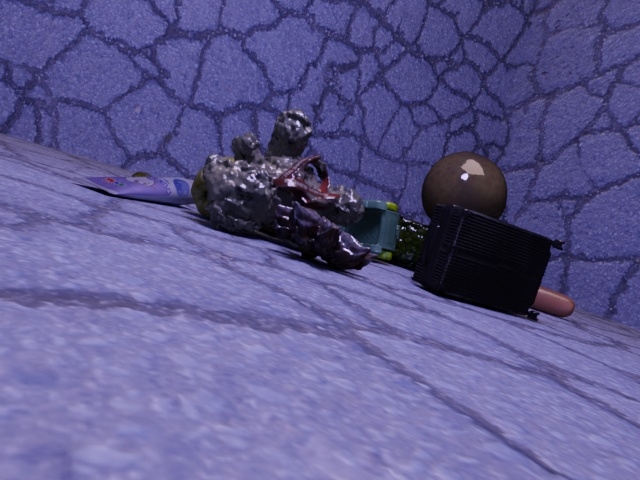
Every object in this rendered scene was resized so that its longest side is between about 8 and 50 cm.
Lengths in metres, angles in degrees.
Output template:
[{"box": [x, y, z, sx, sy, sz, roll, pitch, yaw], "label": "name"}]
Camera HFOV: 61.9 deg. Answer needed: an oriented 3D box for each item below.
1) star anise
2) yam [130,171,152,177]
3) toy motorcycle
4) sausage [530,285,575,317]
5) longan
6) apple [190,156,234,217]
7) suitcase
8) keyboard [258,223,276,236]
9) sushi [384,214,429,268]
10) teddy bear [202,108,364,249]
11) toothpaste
[{"box": [-0.001, -0.001, 1.175, 0.236, 0.109, 0.223, 33, 6, 17], "label": "star anise"}, {"box": [-0.523, -0.167, 1.560, 0.069, 0.070, 0.146, 16, 4, -16], "label": "yam"}, {"box": [0.099, -0.042, 1.829, 0.326, 0.191, 0.199, 2, -8, 43], "label": "toy motorcycle"}, {"box": [0.729, 0.192, 1.849, 0.288, 0.086, 0.086, 20, 4, 17], "label": "sausage"}, {"box": [0.506, -0.164, 1.885, 0.318, 0.319, 0.319, 17, 3, -1], "label": "longan"}, {"box": [-0.252, -0.136, 1.460, 0.200, 0.200, 0.200, 17, 3, -1], "label": "apple"}, {"box": [0.428, 0.051, 1.377, 0.334, 0.230, 0.152, 16, 3, -24], "label": "suitcase"}, {"box": [-0.065, -0.011, 1.652, 0.106, 0.027, 0.317, 25, 8, 41], "label": "keyboard"}, {"box": [0.390, 0.029, 1.972, 0.351, 0.178, 0.294, 19, 5, 24], "label": "sushi"}, {"box": [-0.114, -0.123, 1.320, 0.224, 0.357, 0.367, -35, -6, 40], "label": "teddy bear"}, {"box": [-0.459, -0.133, 1.415, 0.125, 0.080, 0.371, 22, 13, 23], "label": "toothpaste"}]
